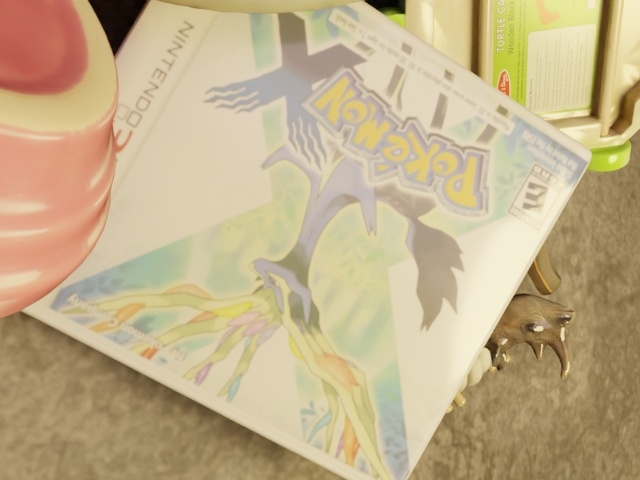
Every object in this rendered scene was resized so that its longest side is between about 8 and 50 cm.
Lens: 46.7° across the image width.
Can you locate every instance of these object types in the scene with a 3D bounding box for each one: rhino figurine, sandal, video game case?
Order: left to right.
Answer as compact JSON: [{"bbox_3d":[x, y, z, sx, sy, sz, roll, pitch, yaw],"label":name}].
[{"bbox_3d":[-0.013,-0.017,0.526,0.328,0.036,0.300,30,90,-11],"label":"video game case"},{"bbox_3d":[0.117,0.020,0.617,0.106,0.073,0.243,-40,70,0],"label":"rhino figurine"},{"bbox_3d":[0.190,-0.038,0.665,0.219,0.060,0.090,59,18,-32],"label":"sandal"}]

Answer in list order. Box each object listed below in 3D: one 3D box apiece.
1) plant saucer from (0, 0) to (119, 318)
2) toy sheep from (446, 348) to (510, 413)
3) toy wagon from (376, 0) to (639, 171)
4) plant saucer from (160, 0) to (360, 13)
[{"bbox_3d":[-0.209,-0.120,0.316,0.084,0.332,0.332,-38,111,17],"label":"plant saucer"},{"bbox_3d":[0.116,0.096,0.667,0.132,0.091,0.091,-36,104,-25],"label":"toy sheep"},{"bbox_3d":[0.166,-0.184,0.669,0.344,0.068,0.267,-7,121,-1],"label":"toy wagon"},{"bbox_3d":[-0.042,-0.334,0.485,0.400,0.101,0.401,1,64,-3],"label":"plant saucer"}]
